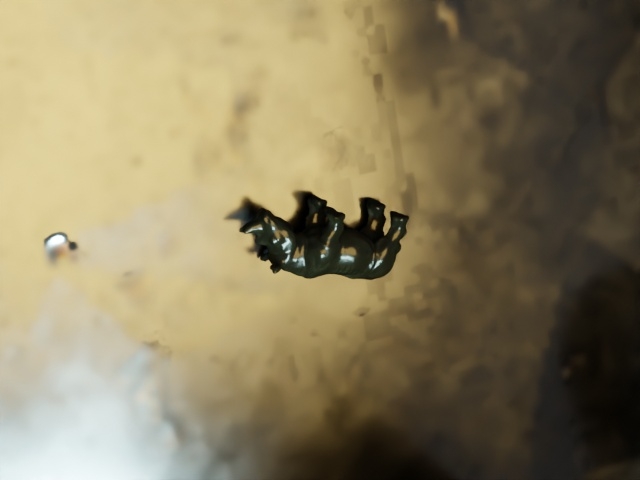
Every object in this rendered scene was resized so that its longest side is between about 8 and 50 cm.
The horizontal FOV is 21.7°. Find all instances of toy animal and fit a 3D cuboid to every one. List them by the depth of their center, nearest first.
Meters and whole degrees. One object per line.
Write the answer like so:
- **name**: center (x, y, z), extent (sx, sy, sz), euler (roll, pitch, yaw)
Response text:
- **toy animal**: center (0.000, 0.000, 1.326), extent (0.136, 0.047, 0.065), euler (4, 109, -26)
